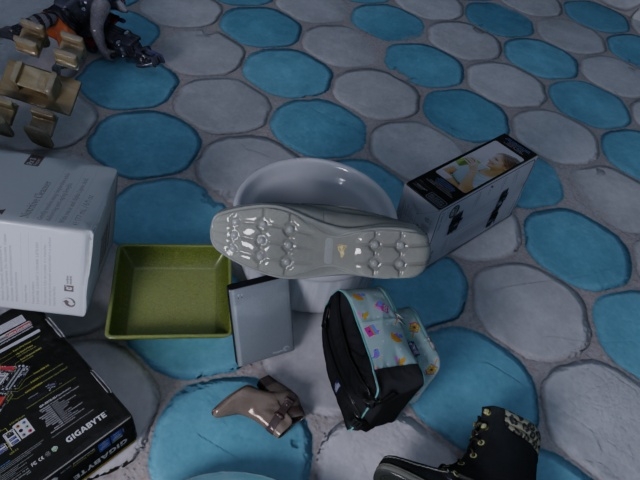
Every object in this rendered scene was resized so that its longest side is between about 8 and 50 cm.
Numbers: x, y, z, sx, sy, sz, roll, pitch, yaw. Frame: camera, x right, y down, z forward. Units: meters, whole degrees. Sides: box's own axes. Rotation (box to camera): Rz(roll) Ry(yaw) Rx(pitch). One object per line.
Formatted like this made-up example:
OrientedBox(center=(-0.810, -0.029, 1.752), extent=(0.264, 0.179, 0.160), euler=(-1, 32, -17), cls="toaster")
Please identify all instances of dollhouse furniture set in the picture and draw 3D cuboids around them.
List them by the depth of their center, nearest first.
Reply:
OrientedBox(center=(-0.607, -0.311, 1.194), extent=(0.242, 0.161, 0.212), euler=(16, 77, -11), cls="dollhouse furniture set")

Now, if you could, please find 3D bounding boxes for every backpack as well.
OrientedBox(center=(0.078, 0.161, 0.888), extent=(0.145, 0.165, 0.188), euler=(-12, 54, -23), cls="backpack")

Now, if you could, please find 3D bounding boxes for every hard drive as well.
OrientedBox(center=(-0.090, 0.120, 0.918), extent=(0.094, 0.135, 0.022), euler=(-13, 27, -22), cls="hard drive")

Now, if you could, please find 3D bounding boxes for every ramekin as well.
OrientedBox(center=(-0.016, -0.007, 1.047), extent=(0.278, 0.135, 0.277), euler=(6, 46, -6), cls="ramekin")

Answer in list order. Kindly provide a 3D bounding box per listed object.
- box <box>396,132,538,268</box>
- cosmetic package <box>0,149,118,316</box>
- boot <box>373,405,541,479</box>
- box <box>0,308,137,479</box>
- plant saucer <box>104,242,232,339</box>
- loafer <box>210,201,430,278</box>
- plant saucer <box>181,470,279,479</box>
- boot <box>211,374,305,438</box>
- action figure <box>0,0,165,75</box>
OrientedBox(center=(0.272, -0.075, 1.148), extent=(0.290, 0.169, 0.087), euler=(-28, 56, -30), cls="box")
OrientedBox(center=(-0.513, -0.030, 0.875), extent=(0.385, 0.156, 0.217), euler=(9, 29, -13), cls="cosmetic package")
OrientedBox(center=(0.200, 0.308, 0.834), extent=(0.237, 0.085, 0.178), euler=(23, 45, 2), cls="boot")
OrientedBox(center=(-0.444, 0.251, 0.763), extent=(0.257, 0.079, 0.322), euler=(37, 52, 25), cls="box")
OrientedBox(center=(-0.239, 0.089, 0.974), extent=(0.189, 0.045, 0.188), euler=(1, 48, -11), cls="plant saucer")
OrientedBox(center=(0.000, 0.000, 0.892), extent=(0.320, 0.111, 0.111), euler=(9, 11, -2), cls="loafer")
OrientedBox(center=(-0.107, 0.418, 0.677), extent=(0.318, 0.043, 0.317), euler=(6, 39, -5), cls="plant saucer")
OrientedBox(center=(-0.084, 0.247, 0.862), extent=(0.119, 0.042, 0.087), euler=(-27, 60, -31), cls="boot")
OrientedBox(center=(-0.537, -0.486, 1.367), extent=(0.342, 0.178, 0.330), euler=(21, 57, 13), cls="action figure")
